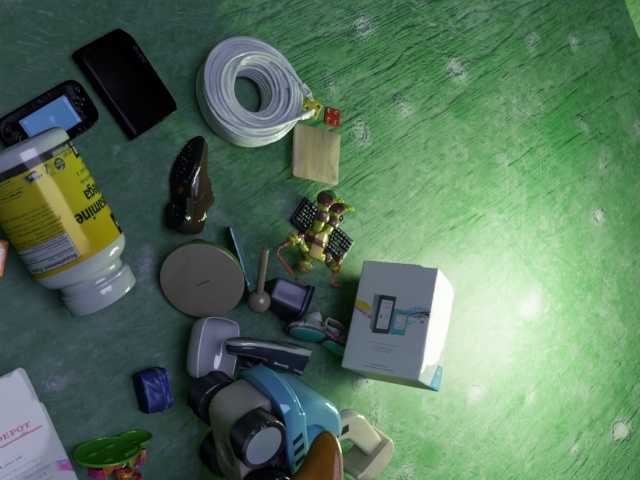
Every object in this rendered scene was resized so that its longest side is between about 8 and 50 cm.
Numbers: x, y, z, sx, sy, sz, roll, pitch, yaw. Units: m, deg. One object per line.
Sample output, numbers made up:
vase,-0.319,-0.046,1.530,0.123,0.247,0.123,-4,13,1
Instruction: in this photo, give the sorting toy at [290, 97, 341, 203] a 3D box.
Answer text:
sorting toy,-0.019,-0.221,1.807,0.132,0.046,0.274,9,80,-33

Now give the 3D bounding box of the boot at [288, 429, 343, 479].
boot,-0.078,0.506,1.374,0.211,0.104,0.295,12,87,-32

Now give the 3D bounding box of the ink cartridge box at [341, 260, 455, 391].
ink cartridge box,0.199,0.209,1.774,0.198,0.197,0.270,41,59,-60

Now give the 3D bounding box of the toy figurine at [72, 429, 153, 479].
toy figurine,-0.407,0.485,1.446,0.173,0.130,0.159,-15,108,-58

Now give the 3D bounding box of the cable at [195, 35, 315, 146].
cable,-0.166,-0.349,1.695,0.257,0.089,0.257,-38,103,-29

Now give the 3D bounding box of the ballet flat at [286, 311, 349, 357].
ballet flat,0.006,0.221,1.765,0.222,0.077,0.079,28,51,-33

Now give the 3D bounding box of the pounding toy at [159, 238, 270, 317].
pounding toy,-0.225,0.066,1.590,0.237,0.110,0.182,3,117,0

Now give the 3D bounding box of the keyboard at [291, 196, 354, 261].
keyboard,0.014,-0.036,1.823,0.180,0.023,0.108,42,63,-24

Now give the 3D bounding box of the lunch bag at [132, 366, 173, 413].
lunch bag,-0.346,0.316,1.512,0.065,0.067,0.098,-14,93,-34

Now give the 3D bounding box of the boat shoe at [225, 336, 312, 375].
boat shoe,-0.120,0.266,1.642,0.255,0.095,0.079,18,86,-53

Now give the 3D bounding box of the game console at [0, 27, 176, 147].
game console,-0.488,-0.274,1.500,0.361,0.044,0.213,-42,107,-29

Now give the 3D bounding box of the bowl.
bowl,-0.241,0.237,1.578,0.142,0.053,0.142,26,70,-60

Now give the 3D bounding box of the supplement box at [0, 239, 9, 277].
supplement box,-0.695,0.021,1.306,0.234,0.080,0.078,8,82,-35

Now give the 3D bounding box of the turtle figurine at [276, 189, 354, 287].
turtle figurine,0.000,0.000,1.754,0.269,0.087,0.217,31,84,-46

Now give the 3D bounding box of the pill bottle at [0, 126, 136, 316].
pill bottle,-0.493,-0.031,1.372,0.188,0.188,0.333,-37,112,-31

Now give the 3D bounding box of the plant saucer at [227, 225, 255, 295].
plant saucer,-0.177,0.057,1.656,0.018,0.067,0.192,-18,95,-10

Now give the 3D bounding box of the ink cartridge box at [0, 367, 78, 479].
ink cartridge box,-0.574,0.426,1.314,0.207,0.119,0.353,-25,100,-33

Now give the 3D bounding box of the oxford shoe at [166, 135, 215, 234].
oxford shoe,-0.281,-0.121,1.612,0.096,0.083,0.227,23,71,-50

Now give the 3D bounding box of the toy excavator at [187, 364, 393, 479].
toy excavator,-0.024,0.432,1.605,0.445,0.222,0.432,-23,121,-30

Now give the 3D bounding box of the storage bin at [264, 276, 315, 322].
storage bin,-0.084,0.126,1.678,0.091,0.135,0.098,28,70,-18
